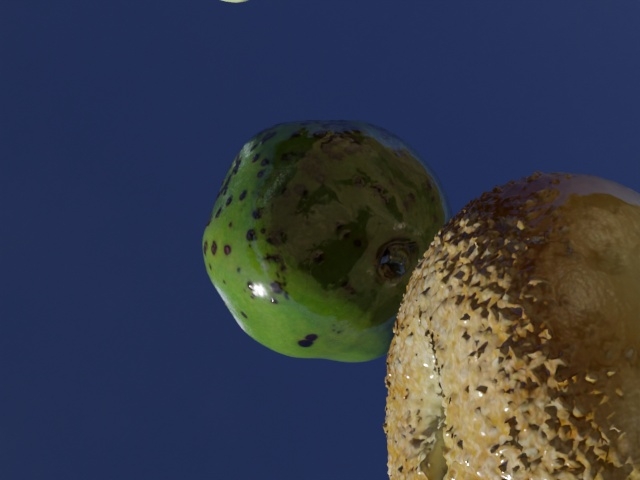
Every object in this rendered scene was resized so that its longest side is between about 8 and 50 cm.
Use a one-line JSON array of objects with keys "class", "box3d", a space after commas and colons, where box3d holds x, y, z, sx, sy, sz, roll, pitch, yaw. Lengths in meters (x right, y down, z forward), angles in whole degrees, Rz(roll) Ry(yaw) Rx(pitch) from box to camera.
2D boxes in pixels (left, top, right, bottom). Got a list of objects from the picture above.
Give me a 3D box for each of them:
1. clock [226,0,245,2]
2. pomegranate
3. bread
[{"class": "clock", "box3d": [-0.144, -0.327, 1.185, 0.348, 0.286, 0.117, 32, -95, -29]}, {"class": "pomegranate", "box3d": [0.000, 0.000, 1.288, 0.254, 0.271, 0.254, -1, -88, -36]}, {"class": "bread", "box3d": [0.132, 0.107, 0.826, 0.159, 0.305, 0.305, 3, -110, -18]}]
